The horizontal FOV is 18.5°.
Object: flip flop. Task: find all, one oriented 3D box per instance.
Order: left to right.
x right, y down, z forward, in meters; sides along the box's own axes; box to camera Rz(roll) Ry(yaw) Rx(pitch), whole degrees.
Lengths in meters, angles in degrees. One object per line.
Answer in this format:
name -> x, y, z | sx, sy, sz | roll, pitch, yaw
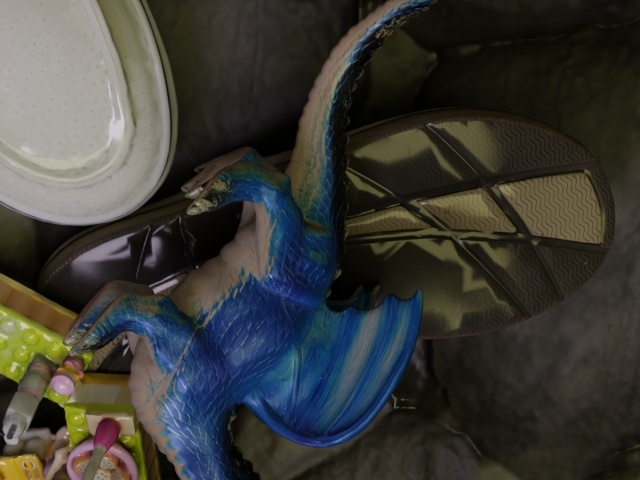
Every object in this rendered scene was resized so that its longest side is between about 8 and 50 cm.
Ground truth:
flip flop -> 0.000, 0.000, 0.938 | 0.277, 0.080, 0.112 | -16, 110, 10

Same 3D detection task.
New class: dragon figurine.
dragon figurine -> -0.011, 0.036, 0.852 | 0.144, 0.085, 0.289 | 39, 84, -11

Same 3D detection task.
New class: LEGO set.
LEGO set -> -0.146, 0.094, 0.898 | 0.132, 0.107, 0.287 | -18, 118, 22

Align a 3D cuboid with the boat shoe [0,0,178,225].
boat shoe -> -0.167, -0.140, 0.793 | 0.136, 0.156, 0.367 | -30, 114, 0
